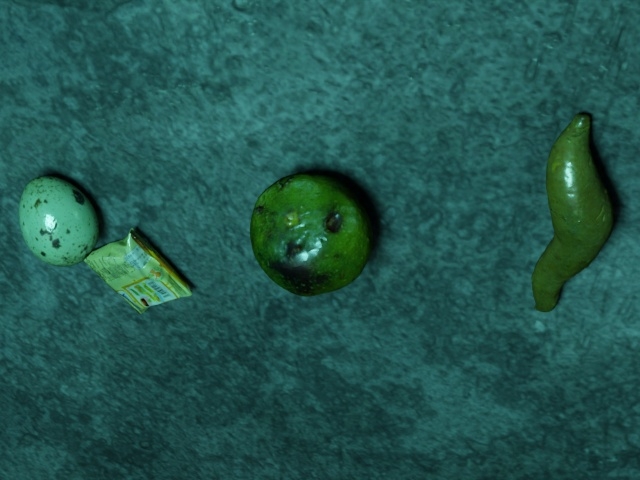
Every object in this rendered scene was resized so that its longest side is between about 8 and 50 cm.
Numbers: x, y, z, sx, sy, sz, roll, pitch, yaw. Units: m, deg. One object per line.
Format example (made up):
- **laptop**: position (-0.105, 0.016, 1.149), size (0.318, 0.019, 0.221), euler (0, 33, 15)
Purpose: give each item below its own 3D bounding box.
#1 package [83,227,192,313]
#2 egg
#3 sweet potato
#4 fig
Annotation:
- **package**: position (-0.219, 0.039, 1.249), size (0.121, 0.031, 0.108), euler (-21, 120, 42)
- **egg**: position (-0.296, -0.022, 1.184), size (0.085, 0.085, 0.110), euler (-10, 118, 30)
- **sweet potato**: position (0.240, -0.006, 1.000), size (0.069, 0.059, 0.249), euler (26, 143, 27)
- **fig**: position (0.000, 0.000, 1.084), size (0.123, 0.123, 0.156), euler (2, 170, 21)
